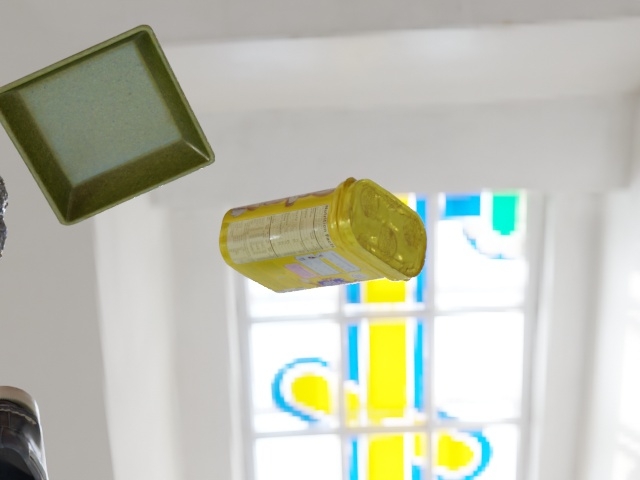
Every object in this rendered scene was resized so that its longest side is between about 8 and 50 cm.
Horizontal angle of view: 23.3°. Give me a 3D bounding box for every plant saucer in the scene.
[{"bbox_3d":[-0.235,-0.130,1.677,0.188,0.188,0.045,-24,-145,2],"label":"plant saucer"}]

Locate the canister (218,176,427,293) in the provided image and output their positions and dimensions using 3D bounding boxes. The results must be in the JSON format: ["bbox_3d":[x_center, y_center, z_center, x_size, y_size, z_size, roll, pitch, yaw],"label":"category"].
[{"bbox_3d":[0.000,0.000,1.526,0.170,0.126,0.073,-10,-119,38],"label":"canister"}]

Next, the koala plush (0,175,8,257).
[{"bbox_3d":[-0.469,-0.024,1.673,0.221,0.196,0.203,18,174,-31],"label":"koala plush"}]

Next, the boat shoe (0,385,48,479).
[{"bbox_3d":[-0.261,0.242,1.313,0.095,0.254,0.079,0,-146,-12],"label":"boat shoe"}]
